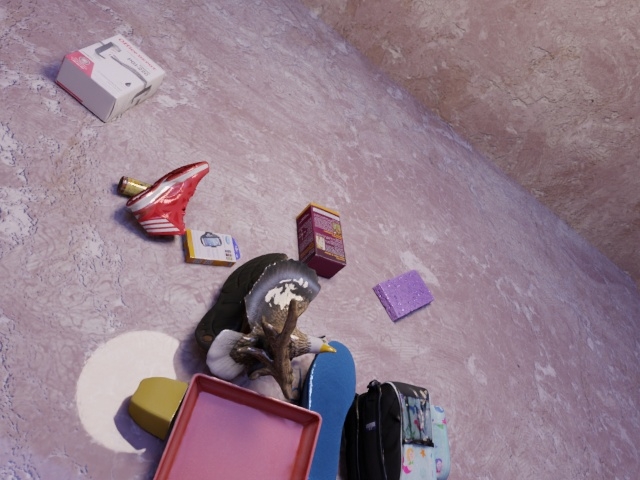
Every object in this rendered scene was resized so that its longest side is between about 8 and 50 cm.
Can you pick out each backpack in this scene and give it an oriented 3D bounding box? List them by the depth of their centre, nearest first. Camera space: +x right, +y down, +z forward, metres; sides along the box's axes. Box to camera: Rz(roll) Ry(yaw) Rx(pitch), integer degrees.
[{"bbox_3d":[0.154,0.452,1.092,0.191,0.225,0.253,22,50,-21],"label":"backpack"}]

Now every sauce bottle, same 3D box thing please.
[{"bbox_3d":[-0.407,-0.113,1.216,0.128,0.042,0.042,18,47,-35],"label":"sauce bottle"}]

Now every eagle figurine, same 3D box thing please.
[{"bbox_3d":[-0.075,0.190,1.052,0.225,0.226,0.298,44,8,-11],"label":"eagle figurine"}]

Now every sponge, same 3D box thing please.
[{"bbox_3d":[0.257,0.162,1.580,0.210,0.031,0.117,-14,67,-48],"label":"sponge"}]

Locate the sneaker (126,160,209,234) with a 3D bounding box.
[{"bbox_3d":[-0.332,-0.089,1.210,0.221,0.087,0.128,-38,117,-31],"label":"sneaker"}]

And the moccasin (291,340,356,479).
[{"bbox_3d":[-0.019,0.367,1.096,0.138,0.117,0.342,35,44,-13],"label":"moccasin"}]

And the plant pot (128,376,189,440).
[{"bbox_3d":[-0.298,0.295,0.937,0.083,0.081,0.081,24,42,-4],"label":"plant pot"}]

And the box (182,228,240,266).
[{"bbox_3d":[-0.260,0.020,1.245,0.136,0.028,0.081,11,51,-39],"label":"box"}]

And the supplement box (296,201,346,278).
[{"bbox_3d":[0.000,0.000,1.449,0.104,0.081,0.188,20,46,-29],"label":"supplement box"}]

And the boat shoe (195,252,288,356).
[{"bbox_3d":[-0.162,0.154,1.160,0.324,0.123,0.119,-55,137,-46],"label":"boat shoe"}]

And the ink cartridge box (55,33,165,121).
[{"bbox_3d":[-0.530,-0.421,1.329,0.158,0.092,0.218,40,38,-8],"label":"ink cartridge box"}]

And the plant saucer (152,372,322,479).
[{"bbox_3d":[-0.151,0.402,0.926,0.259,0.048,0.258,22,61,-10],"label":"plant saucer"}]
